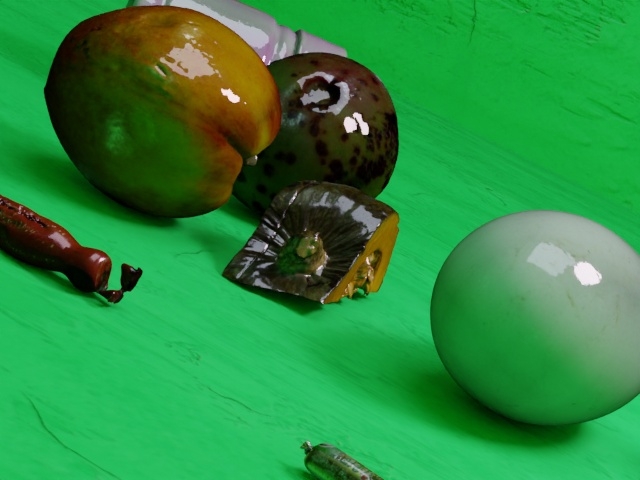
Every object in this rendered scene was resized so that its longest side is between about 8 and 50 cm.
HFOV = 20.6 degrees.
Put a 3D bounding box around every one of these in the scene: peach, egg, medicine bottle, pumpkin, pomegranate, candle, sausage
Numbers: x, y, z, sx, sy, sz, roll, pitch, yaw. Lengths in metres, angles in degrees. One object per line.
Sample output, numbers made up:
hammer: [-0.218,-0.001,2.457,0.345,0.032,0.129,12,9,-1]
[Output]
peach: [-0.188,-0.158,2.046,0.281,0.238,0.281,33,-12,8]
egg: [0.253,0.087,1.900,0.230,0.230,0.371,31,7,29]
medicine bottle: [-0.147,-0.253,2.614,0.325,0.212,0.212,21,12,-11]
pumpkin: [0.000,-0.002,2.036,0.131,0.126,0.248,25,13,14]
pomegranate: [-0.036,-0.116,2.333,0.242,0.242,0.306,18,-27,-25]
candle: [-0.324,-0.025,1.720,0.329,0.048,0.051,27,-1,18]
sausage: [0.085,0.233,1.417,0.269,0.033,0.033,31,14,28]
